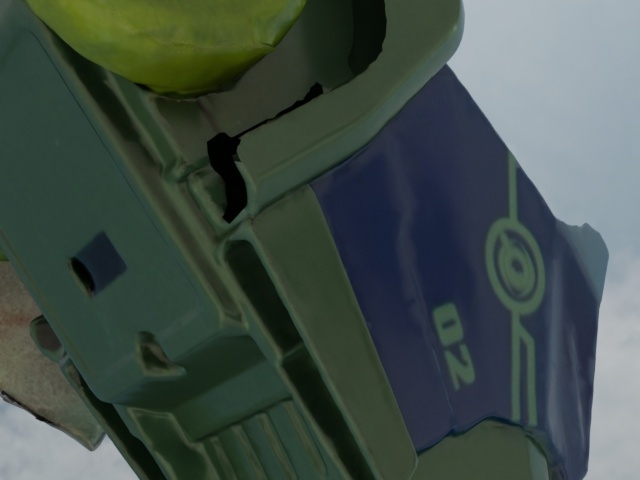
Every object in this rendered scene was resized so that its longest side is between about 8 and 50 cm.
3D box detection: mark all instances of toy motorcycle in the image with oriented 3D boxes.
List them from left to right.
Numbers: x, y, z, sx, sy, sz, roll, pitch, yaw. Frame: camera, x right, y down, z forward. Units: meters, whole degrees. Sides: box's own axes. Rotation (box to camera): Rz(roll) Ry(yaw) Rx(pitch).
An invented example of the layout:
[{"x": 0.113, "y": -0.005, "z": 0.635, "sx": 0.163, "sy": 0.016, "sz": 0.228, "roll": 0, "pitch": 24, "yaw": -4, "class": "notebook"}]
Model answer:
[{"x": 0.000, "y": 0.000, "z": 0.445, "sx": 0.200, "sy": 0.191, "sz": 0.326, "roll": -35, "pitch": -89, "yaw": -38, "class": "toy motorcycle"}]

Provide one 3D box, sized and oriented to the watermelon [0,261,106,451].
[{"x": -0.198, "y": -0.051, "z": 0.632, "sx": 0.322, "sy": 0.175, "sz": 0.188, "roll": 41, "pitch": -104, "yaw": -5, "class": "watermelon"}]
